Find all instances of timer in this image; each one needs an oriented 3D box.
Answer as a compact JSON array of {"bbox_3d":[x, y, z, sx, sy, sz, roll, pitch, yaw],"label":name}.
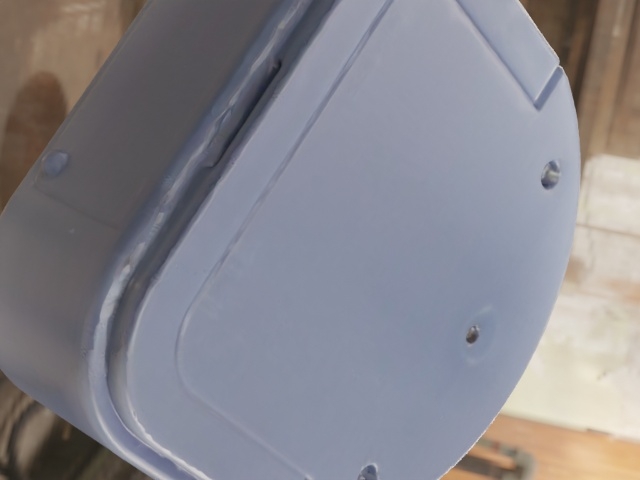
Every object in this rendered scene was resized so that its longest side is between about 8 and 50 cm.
[{"bbox_3d":[0.000,0.000,0.952,0.395,0.173,0.395,-18,116,-40],"label":"timer"}]
